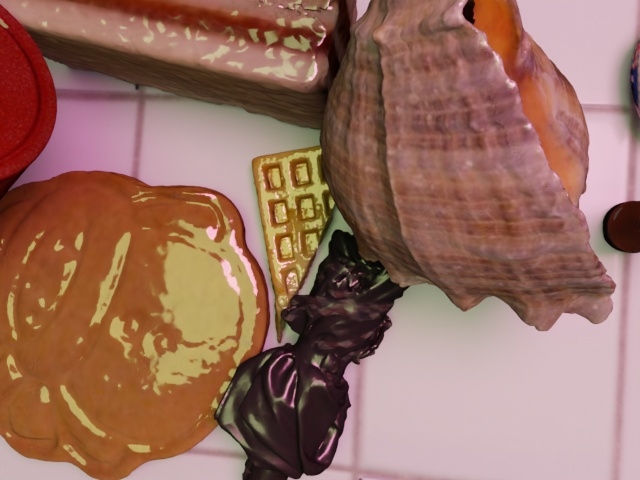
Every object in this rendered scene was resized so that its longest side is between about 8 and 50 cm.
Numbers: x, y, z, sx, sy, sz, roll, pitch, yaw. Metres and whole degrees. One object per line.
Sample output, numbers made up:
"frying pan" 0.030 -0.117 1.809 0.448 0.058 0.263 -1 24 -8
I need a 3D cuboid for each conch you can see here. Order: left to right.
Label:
"conch" 0.092 -0.066 0.491 0.210 0.352 0.297 -36 48 21

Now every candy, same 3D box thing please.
"candy" -0.125 -0.209 0.599 0.321 0.179 0.135 14 91 8

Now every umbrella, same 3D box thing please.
"umbrella" -0.007 0.119 0.614 0.110 0.122 0.272 34 101 46

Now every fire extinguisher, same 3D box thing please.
"fire extinguisher" 0.279 -0.016 0.538 0.050 0.177 0.062 17 92 9

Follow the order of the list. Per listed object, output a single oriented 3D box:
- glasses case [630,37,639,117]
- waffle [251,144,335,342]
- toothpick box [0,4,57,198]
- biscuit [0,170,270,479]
"glasses case" 0.446 -0.156 0.568 0.328 0.076 0.125 -6 86 8
"waffle" 0.000 0.000 0.655 0.125 0.032 0.190 -11 89 5
"toothpick box" -0.392 -0.057 0.551 0.333 0.204 0.204 -31 84 37
"biscuit" -0.230 0.080 0.670 0.352 0.057 0.311 13 89 8
